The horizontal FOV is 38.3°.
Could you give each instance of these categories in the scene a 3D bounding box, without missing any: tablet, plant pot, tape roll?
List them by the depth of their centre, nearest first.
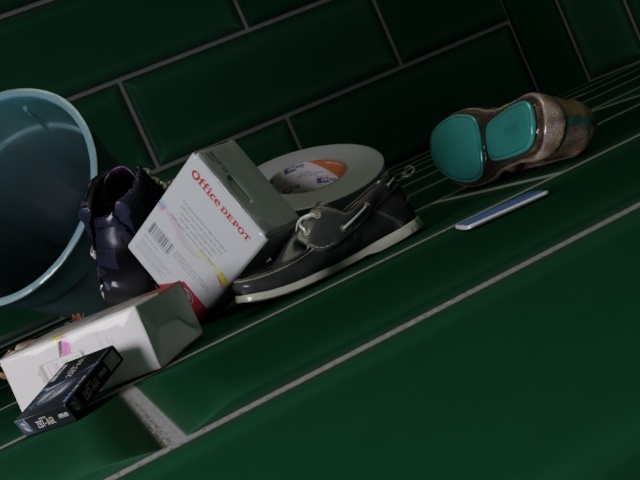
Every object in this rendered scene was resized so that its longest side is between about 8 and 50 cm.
[{"bbox_3d":[0.170,-0.028,0.865,0.083,0.006,0.054,-23,4,-3],"label":"tablet"},{"bbox_3d":[-0.011,-0.059,1.287,0.219,0.072,0.219,-12,27,6],"label":"tape roll"},{"bbox_3d":[-0.409,-0.017,1.483,0.341,0.341,0.334,-23,-25,14],"label":"plant pot"}]

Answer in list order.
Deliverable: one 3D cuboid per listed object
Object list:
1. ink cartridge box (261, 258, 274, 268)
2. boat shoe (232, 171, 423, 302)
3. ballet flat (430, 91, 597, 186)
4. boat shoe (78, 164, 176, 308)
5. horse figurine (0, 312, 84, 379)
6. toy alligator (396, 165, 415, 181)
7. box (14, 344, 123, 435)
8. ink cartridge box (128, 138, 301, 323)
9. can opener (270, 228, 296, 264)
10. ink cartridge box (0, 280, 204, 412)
[{"bbox_3d":[-0.105,0.028,1.322,0.296,0.066,0.261,-26,29,-20],"label":"ink cartridge box"},{"bbox_3d":[0.000,0.000,0.991,0.233,0.079,0.084,-27,7,-24],"label":"boat shoe"},{"bbox_3d":[0.245,-0.124,1.174,0.106,0.108,0.316,-4,4,-16],"label":"ballet flat"},{"bbox_3d":[-0.237,-0.052,1.291,0.127,0.158,0.340,-10,26,7],"label":"boat shoe"},{"bbox_3d":[-0.321,0.138,1.149,0.174,0.066,0.263,-19,4,-22],"label":"horse figurine"},{"bbox_3d":[0.095,-0.080,1.675,0.189,0.056,0.051,-23,-36,17],"label":"toy alligator"},{"bbox_3d":[-0.219,0.131,0.805,0.067,0.018,0.083,-21,22,32],"label":"box"},{"bbox_3d":[-0.121,-0.008,1.042,0.072,0.127,0.175,-29,-15,-51],"label":"ink cartridge box"},{"bbox_3d":[0.007,-0.005,1.131,0.186,0.059,0.073,-27,5,-36],"label":"can opener"},{"bbox_3d":[-0.231,0.113,0.918,0.198,0.067,0.115,-21,5,17],"label":"ink cartridge box"}]
